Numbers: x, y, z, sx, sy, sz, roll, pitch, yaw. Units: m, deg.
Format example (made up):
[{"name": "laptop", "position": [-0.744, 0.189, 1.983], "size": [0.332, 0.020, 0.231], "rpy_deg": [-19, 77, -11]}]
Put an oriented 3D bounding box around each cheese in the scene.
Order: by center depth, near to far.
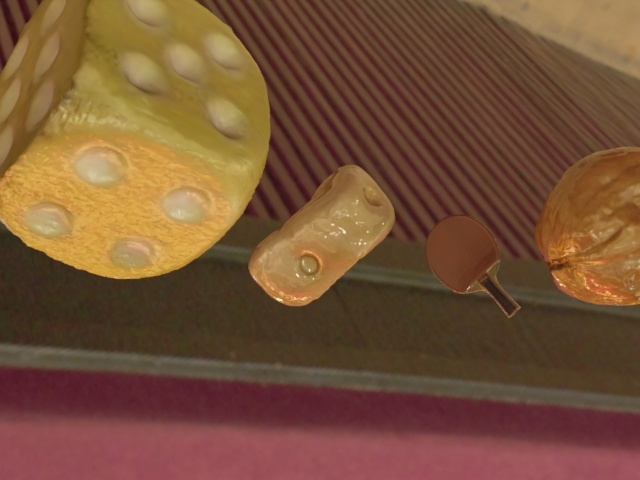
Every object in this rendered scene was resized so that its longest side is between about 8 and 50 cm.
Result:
[{"name": "cheese", "position": [0.000, 0.000, 1.523], "size": [0.218, 0.235, 0.117], "rpy_deg": [-43, 91, -14]}]

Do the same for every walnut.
[{"name": "walnut", "position": [0.293, -0.012, 1.067], "size": [0.166, 0.149, 0.167], "rpy_deg": [1, 87, -16]}]

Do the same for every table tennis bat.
[{"name": "table tennis bat", "position": [0.202, 0.035, 1.423], "size": [0.095, 0.158, 0.014], "rpy_deg": [-46, 160, 16]}]

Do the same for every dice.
[{"name": "dice", "position": [-0.150, -0.087, 0.833], "size": [0.169, 0.169, 0.166], "rpy_deg": [26, 131, -33]}]
